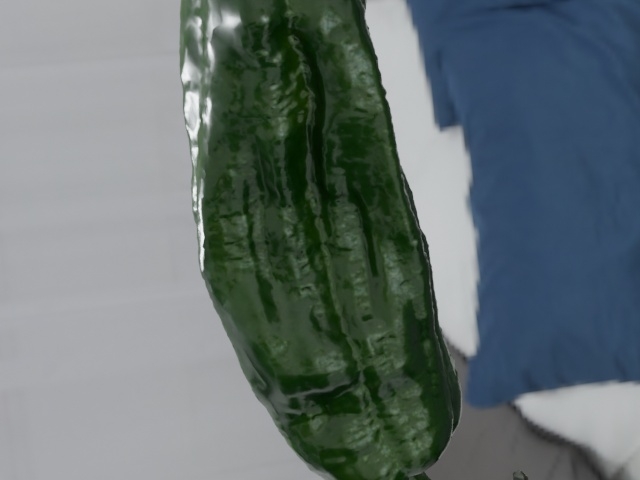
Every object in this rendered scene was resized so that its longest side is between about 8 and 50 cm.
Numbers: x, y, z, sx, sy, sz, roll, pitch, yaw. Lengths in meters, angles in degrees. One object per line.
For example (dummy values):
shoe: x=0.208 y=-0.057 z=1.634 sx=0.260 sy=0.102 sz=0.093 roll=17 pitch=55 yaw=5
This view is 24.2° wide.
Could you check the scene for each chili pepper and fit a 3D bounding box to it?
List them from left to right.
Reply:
chili pepper: x=0.003 y=-0.003 z=0.561 sx=0.074 sy=0.100 sz=0.257 roll=-100 pitch=-5 yaw=-66
